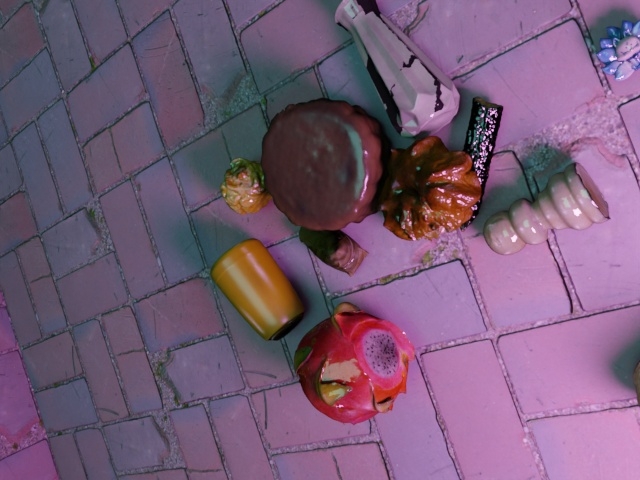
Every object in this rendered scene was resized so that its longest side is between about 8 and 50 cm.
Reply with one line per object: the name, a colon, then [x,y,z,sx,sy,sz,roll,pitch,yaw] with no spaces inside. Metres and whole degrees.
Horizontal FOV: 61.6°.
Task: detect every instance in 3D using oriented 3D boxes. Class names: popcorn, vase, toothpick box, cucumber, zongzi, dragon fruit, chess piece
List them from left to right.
popcorn: [-0.188,-0.151,1.486,0.142,0.173,0.174,41,117,38]
toothpick box: [-0.167,0.144,1.504,0.175,0.175,0.271,-45,78,28]
zongzi: [-0.001,-0.002,1.365,0.204,0.204,0.094,36,96,23]
dragon fruit: [0.093,0.293,1.299,0.291,0.290,0.189,53,140,14]
vase: [0.167,-0.408,1.236,0.165,0.165,0.360,-39,74,29]
cucumber: [0.345,-0.166,1.206,0.072,0.072,0.301,17,109,28]
chess piece: [0.458,-0.049,1.131,0.243,0.133,0.133,-32,81,35]

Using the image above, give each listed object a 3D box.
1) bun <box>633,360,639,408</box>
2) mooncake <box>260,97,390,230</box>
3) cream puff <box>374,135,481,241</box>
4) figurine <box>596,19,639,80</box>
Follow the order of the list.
bun: [0.708,0.258,0.987,0.153,0.244,0.244,32,114,-3]
mooncake: [0.022,-0.189,1.332,0.323,0.187,0.324,6,102,30]
cream puff: [0.235,-0.102,1.204,0.241,0.154,0.269,59,137,38]
figurine: [0.584,-0.373,1.028,0.114,0.079,0.114,10,108,34]
